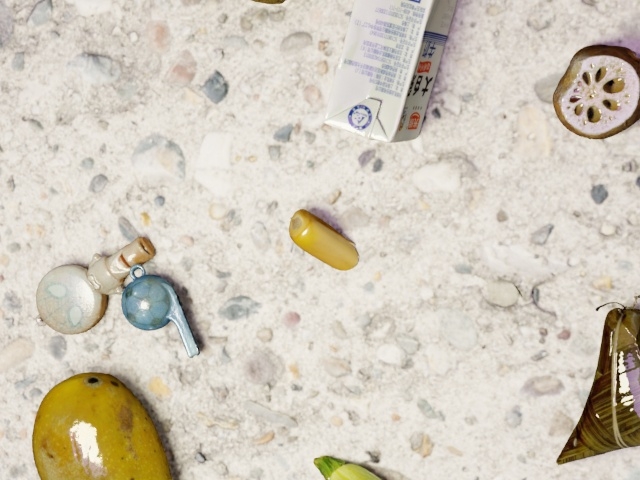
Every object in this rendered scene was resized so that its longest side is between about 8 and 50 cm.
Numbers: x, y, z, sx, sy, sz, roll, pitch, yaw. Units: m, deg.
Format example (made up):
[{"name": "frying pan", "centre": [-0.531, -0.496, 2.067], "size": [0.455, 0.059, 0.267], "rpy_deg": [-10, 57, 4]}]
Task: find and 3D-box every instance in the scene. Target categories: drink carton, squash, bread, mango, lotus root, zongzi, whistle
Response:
[{"name": "drink carton", "centre": [0.104, -0.286, 1.496], "size": [0.107, 0.130, 0.314], "rpy_deg": [20, 104, 19]}, {"name": "squash", "centre": [0.065, 0.365, 1.612], "size": [0.200, 0.075, 0.090], "rpy_deg": [35, 132, 15]}, {"name": "bread", "centre": [0.001, 0.000, 1.614], "size": [0.049, 0.103, 0.062], "rpy_deg": [-52, 34, 7]}, {"name": "mango", "centre": [-0.310, 0.354, 1.707], "size": [0.176, 0.176, 0.329], "rpy_deg": [-25, 86, 66]}, {"name": "lotus root", "centre": [0.354, -0.184, 1.448], "size": [0.112, 0.081, 0.122], "rpy_deg": [29, 105, 7]}, {"name": "zongzi", "centre": [0.357, 0.182, 1.488], "size": [0.184, 0.084, 0.187], "rpy_deg": [-21, 81, 31]}, {"name": "whistle", "centre": [-0.241, 0.108, 1.692], "size": [0.090, 0.090, 0.157], "rpy_deg": [-21, 89, 21]}, {"name": "whistle", "centre": [-0.341, 0.065, 1.741], "size": [0.220, 0.057, 0.107], "rpy_deg": [-35, 90, 16]}]

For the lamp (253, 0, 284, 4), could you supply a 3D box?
[{"name": "lamp", "centre": [-0.073, -0.390, 1.520], "size": [0.161, 0.185, 0.161], "rpy_deg": [3, 99, 22]}]
